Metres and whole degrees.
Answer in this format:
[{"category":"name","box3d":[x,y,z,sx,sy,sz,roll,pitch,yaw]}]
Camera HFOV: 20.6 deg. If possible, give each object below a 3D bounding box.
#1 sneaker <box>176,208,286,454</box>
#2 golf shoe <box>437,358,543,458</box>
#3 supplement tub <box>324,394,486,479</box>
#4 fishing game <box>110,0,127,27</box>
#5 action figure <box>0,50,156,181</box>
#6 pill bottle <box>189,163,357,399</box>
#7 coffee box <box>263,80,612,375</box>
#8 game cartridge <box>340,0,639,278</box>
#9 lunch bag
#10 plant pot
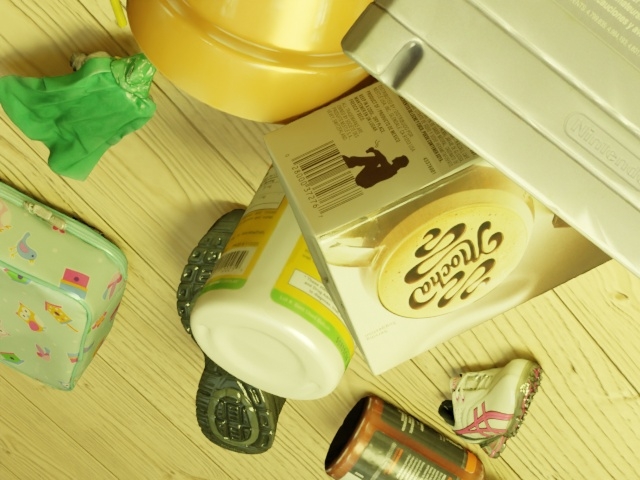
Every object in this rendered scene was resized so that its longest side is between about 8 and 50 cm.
[{"category":"sneaker","box3d":[-0.079,0.081,1.836,0.109,0.130,0.286,12,125,13]},{"category":"golf shoe","box3d":[0.170,0.165,1.800,0.086,0.067,0.186,27,151,3]},{"category":"supplement tub","box3d":[0.110,0.263,1.966,0.198,0.106,0.106,31,150,-6]},{"category":"fishing game","box3d":[-0.218,-0.271,1.317,0.264,0.041,0.189,56,167,32]},{"category":"action figure","box3d":[-0.214,-0.133,1.648,0.137,0.063,0.232,42,152,-20]},{"category":"pill bottle","box3d":[0.000,0.000,1.497,0.136,0.246,0.136,21,150,12]},{"category":"coffee box","box3d":[0.131,-0.051,1.266,0.168,0.297,0.119,69,175,-48]},{"category":"game cartridge","box3d":[0.218,-0.109,1.141,0.355,0.230,0.068,36,-178,-16]},{"category":"lunch bag","box3d":[-0.340,0.046,1.990,0.224,0.108,0.279,30,150,2]},{"category":"plant pot","box3d":[-0.020,-0.219,1.243,0.205,0.205,0.188,25,135,4]}]
